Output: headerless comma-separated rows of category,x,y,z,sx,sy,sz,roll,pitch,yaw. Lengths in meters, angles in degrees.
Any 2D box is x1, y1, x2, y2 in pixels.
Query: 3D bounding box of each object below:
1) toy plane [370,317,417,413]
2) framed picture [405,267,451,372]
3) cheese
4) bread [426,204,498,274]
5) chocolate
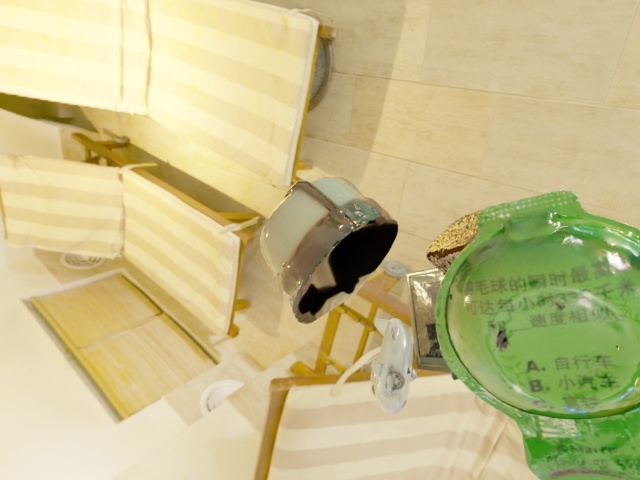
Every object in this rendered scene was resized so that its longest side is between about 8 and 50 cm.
toy plane,0.188,0.331,1.075,0.117,0.245,0.244,4,107,25
framed picture,0.317,0.212,1.087,0.209,0.019,0.281,-25,67,58
cheese,0.213,0.117,0.350,0.204,0.083,0.320,-14,100,27
bread,0.384,0.110,0.678,0.416,0.113,0.165,39,171,-4
chocolate,0.000,0.000,0.808,0.186,0.284,0.283,43,127,27
